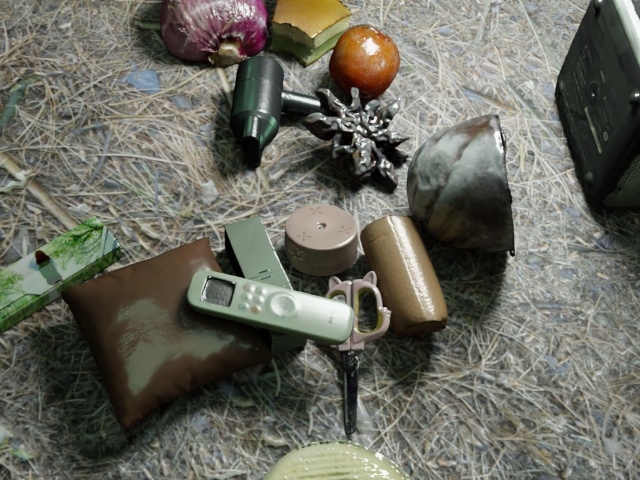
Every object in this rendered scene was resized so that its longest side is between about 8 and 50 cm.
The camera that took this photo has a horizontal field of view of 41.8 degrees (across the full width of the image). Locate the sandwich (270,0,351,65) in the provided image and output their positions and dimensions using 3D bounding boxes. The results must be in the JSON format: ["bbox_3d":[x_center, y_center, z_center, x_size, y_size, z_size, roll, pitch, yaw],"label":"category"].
[{"bbox_3d":[-0.063,-0.552,2.071,0.220,0.108,0.186,42,61,17],"label":"sandwich"}]

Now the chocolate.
[{"bbox_3d":[0.287,-0.104,1.744,0.213,0.303,0.303,-6,56,10],"label":"chocolate"}]

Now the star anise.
[{"bbox_3d":[0.089,-0.234,1.852,0.212,0.129,0.282,-34,82,-28],"label":"star anise"}]

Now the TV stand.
[{"bbox_3d":[-0.110,0.088,1.654,0.083,0.088,0.269,-17,60,-18],"label":"TV stand"}]

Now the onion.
[{"bbox_3d":[-0.267,-0.597,2.047,0.267,0.159,0.348,-9,59,-16],"label":"onion"}]

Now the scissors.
[{"bbox_3d":[0.059,0.212,1.608,0.160,0.024,0.317,-7,64,21],"label":"scissors"}]

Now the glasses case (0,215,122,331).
[{"bbox_3d":[-0.529,0.060,1.635,0.272,0.062,0.095,-36,67,-26],"label":"glasses case"}]

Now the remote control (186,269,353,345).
[{"bbox_3d":[-0.092,0.125,1.551,0.310,0.038,0.090,15,55,-2],"label":"remote control"}]

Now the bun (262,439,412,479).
[{"bbox_3d":[0.023,0.471,1.385,0.288,0.146,0.287,1,42,-1],"label":"bun"}]

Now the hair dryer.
[{"bbox_3d":[-0.052,-0.275,1.902,0.303,0.116,0.244,8,58,-10],"label":"hair dryer"}]

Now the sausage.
[{"bbox_3d":[0.170,0.080,1.673,0.123,0.123,0.252,-9,58,-13],"label":"sausage"}]

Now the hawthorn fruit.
[{"bbox_3d":[0.102,-0.412,1.969,0.173,0.173,0.172,3,56,-5],"label":"hawthorn fruit"}]

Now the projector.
[{"bbox_3d":[0.700,-0.323,1.837,0.242,0.405,0.395,-3,58,-7],"label":"projector"}]

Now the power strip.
[{"bbox_3d":[0.000,0.000,1.712,0.154,0.078,0.154,0,41,0],"label":"power strip"}]

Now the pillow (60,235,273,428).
[{"bbox_3d":[-0.286,0.160,1.570,0.308,0.108,0.305,-22,63,-22],"label":"pillow"}]
